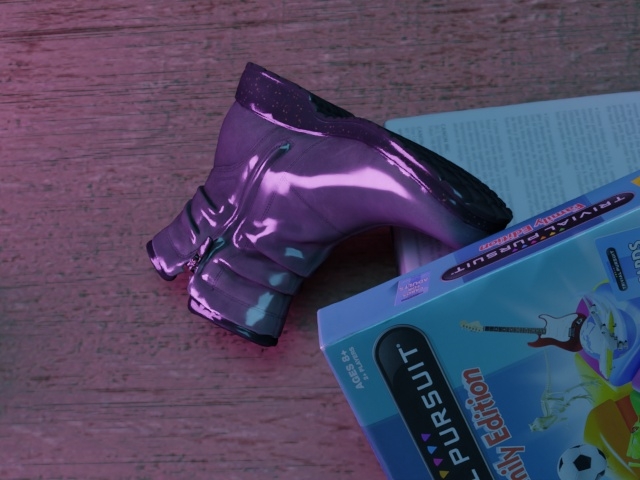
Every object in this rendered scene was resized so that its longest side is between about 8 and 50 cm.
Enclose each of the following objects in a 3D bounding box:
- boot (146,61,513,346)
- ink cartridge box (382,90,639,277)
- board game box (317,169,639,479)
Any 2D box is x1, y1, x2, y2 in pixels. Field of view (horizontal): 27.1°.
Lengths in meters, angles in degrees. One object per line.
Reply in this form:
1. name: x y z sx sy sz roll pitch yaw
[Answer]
1. boot: 0.000 0.000 1.141 0.338 0.118 0.222 32 96 48
2. ink cartridge box: 0.260 0.019 1.169 0.385 0.091 0.308 -6 61 -1
3. board game box: 0.203 0.105 1.005 0.336 0.254 0.079 -25 17 6
